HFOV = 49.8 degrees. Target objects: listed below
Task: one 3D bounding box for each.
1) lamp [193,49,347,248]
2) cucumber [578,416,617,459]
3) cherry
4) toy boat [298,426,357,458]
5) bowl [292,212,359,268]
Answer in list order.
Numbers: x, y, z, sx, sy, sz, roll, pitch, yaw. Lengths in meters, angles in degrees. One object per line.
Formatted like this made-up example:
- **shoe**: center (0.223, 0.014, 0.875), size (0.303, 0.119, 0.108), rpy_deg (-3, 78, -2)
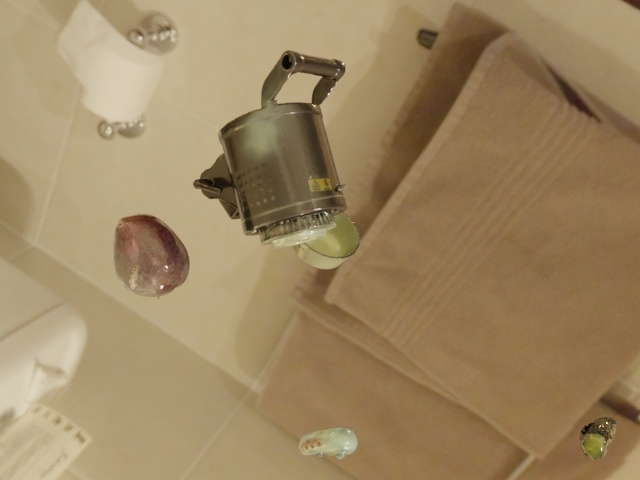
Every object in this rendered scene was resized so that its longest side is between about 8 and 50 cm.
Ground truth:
- **lamp**: center (-0.061, -0.126, 1.301), size (0.374, 0.272, 0.205), rpy_deg (-41, 163, 33)
- **cucumber**: center (0.437, 0.303, 1.077), size (0.257, 0.044, 0.043), rpy_deg (16, 86, -62)
- **cherry**: center (-0.333, 0.030, 1.346), size (0.140, 0.176, 0.176), rpy_deg (-15, 153, -23)
- **toy boat**: center (0.023, 0.561, 1.865), size (0.208, 0.134, 0.078), rpy_deg (-39, -136, 52)
- **bowl**: center (0.000, 0.000, 1.998), size (0.211, 0.211, 0.112), rpy_deg (-52, 174, -46)
